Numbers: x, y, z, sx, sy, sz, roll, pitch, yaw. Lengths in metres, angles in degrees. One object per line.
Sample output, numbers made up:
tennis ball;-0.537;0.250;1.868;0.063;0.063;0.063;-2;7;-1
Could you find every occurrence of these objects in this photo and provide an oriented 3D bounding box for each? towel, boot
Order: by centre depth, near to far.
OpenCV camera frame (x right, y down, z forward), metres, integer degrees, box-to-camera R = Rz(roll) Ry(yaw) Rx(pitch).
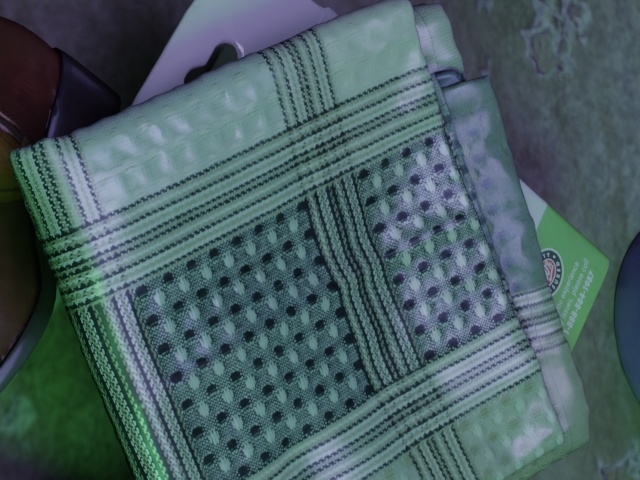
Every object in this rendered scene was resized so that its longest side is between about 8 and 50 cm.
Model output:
boot;-0.266;-0.052;1.049;0.280;0.096;0.264;32;66;-27
towel;0.012;0.037;1.109;0.324;0.056;0.312;-25;98;-35

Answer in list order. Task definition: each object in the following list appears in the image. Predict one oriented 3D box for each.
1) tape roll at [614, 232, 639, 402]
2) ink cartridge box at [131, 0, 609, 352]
tape roll;0.319;0.062;1.457;0.189;0.080;0.189;7;78;-34
ink cartridge box;0.000;0.000;1.214;0.353;0.119;0.207;40;63;-25
